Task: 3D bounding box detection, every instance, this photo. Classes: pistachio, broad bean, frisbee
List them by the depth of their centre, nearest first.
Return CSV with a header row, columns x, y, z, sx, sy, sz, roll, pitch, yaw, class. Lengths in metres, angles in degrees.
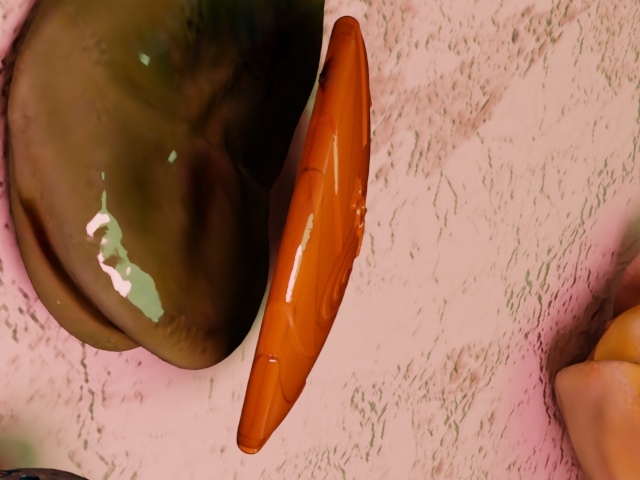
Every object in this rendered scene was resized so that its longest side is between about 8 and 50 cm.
x,y,z,sx,sy,sz,roll,pitch,yaw,class
-0.061,-0.053,0.612,0.153,0.072,0.207,22,77,-53,broad bean
0.000,0.000,0.631,0.192,0.035,0.192,-166,-90,-88,frisbee
0.277,0.147,0.957,0.230,0.230,0.309,-51,120,-21,pistachio

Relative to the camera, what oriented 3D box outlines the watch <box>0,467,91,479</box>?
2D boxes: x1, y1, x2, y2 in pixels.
x,y,z,sx,sy,sz,roll,pitch,yaw,class
-0.093,0.226,0.588,0.276,0.068,0.275,-6,92,-30,watch
